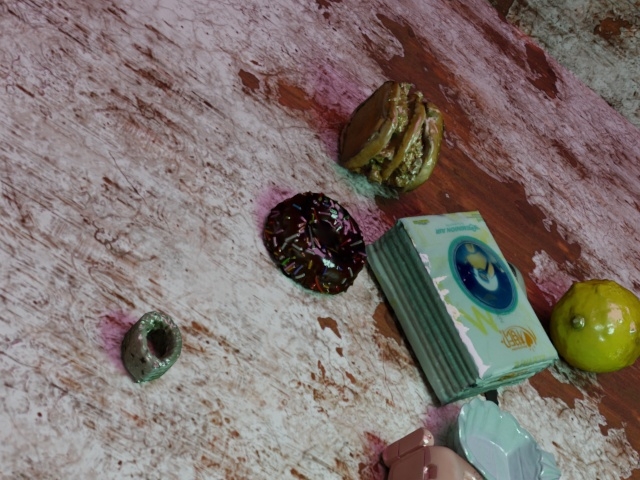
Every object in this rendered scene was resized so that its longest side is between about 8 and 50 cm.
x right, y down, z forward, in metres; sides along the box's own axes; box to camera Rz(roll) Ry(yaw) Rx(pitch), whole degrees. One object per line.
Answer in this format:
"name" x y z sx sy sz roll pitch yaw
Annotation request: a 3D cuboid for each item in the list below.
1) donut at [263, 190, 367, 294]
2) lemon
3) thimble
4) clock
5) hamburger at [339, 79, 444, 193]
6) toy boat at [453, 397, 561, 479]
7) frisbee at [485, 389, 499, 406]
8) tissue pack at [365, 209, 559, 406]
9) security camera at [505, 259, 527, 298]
"donut" 0.000 0.000 1.882 0.235 0.089 0.235 28 41 -28
"lemon" 0.682 0.210 2.266 0.288 0.233 0.234 9 51 -46
"thimble" -0.269 0.171 1.476 0.084 0.062 0.110 27 41 -22
"clock" 0.232 0.481 1.644 0.241 0.142 0.227 37 38 -21
"hamburger" 0.174 -0.245 2.174 0.211 0.245 0.260 25 3 -15
"toy boat" 0.355 0.434 1.839 0.290 0.100 0.199 29 41 -23
"frisbee" 0.389 0.386 1.988 0.187 0.012 0.211 42 36 -7
"tissue pack" 0.302 0.134 1.992 0.287 0.162 0.388 -6 62 -42
"security camera" 0.429 0.168 2.178 0.157 0.080 0.302 26 45 -28
